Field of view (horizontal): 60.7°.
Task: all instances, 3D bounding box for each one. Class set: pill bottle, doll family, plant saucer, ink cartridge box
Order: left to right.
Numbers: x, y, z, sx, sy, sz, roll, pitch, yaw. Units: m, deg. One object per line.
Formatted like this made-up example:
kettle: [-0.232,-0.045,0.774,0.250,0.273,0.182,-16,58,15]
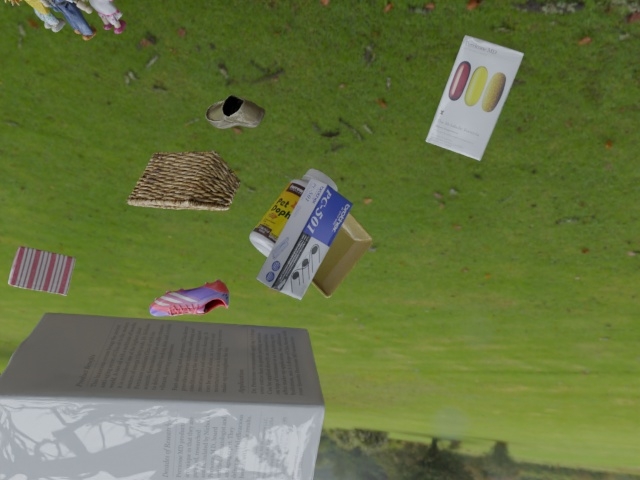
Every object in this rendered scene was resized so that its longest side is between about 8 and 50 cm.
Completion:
doll family: [-0.522,-0.476,1.071,0.263,0.118,0.163,23,163,16]
pill bottle: [-0.054,-0.055,1.232,0.117,0.215,0.117,33,165,10]
ink cartridge box: [-0.027,-0.001,0.998,0.046,0.207,0.097,27,178,37]
plant saucer: [0.000,0.000,2.147,0.333,0.333,0.081,47,155,-15]

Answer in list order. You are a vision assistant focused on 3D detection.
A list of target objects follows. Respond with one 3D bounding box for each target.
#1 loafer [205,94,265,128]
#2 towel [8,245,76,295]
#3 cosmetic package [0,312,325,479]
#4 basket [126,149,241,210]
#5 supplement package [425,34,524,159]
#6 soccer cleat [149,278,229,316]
loafer: [-0.161,-0.237,0.990,0.148,0.056,0.050,9,157,40]
towel: [-0.990,0.108,1.951,0.197,0.144,0.029,14,170,-18]
cosmetic package: [-0.238,0.249,0.871,0.453,0.161,0.230,6,-160,-10]
basket: [-0.442,-0.148,1.811,0.299,0.223,0.213,3,148,28]
supplement package: [0.356,-0.331,1.265,0.139,0.244,0.134,22,-157,12]
soccer cleat: [-0.397,0.193,1.657,0.248,0.095,0.083,-17,145,-4]
